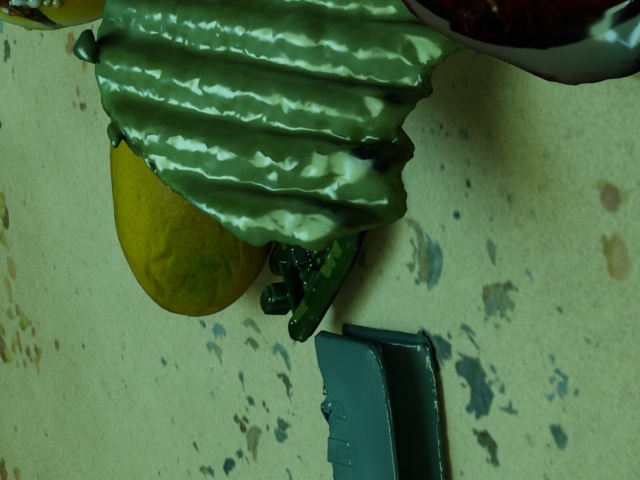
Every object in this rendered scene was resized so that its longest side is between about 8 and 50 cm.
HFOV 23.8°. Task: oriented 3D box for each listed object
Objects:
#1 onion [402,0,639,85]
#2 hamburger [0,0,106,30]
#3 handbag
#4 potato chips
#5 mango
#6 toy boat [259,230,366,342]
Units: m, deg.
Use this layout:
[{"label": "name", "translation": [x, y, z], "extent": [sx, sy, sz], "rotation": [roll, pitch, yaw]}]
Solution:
[{"label": "onion", "translation": [0.153, -0.238, 0.933], "extent": [0.272, 0.195, 0.272], "rotation": [16, 134, 17]}, {"label": "hamburger", "translation": [-0.273, -0.351, 1.481], "extent": [0.151, 0.227, 0.295], "rotation": [157, 100, -79]}, {"label": "handbag", "translation": [0.049, 0.186, 1.315], "extent": [0.144, 0.057, 0.221], "rotation": [4, 104, 60]}, {"label": "potato chips", "translation": [-0.021, -0.204, 1.145], "extent": [0.389, 0.097, 0.373], "rotation": [40, 101, 34]}, {"label": "mango", "translation": [-0.115, -0.083, 1.382], "extent": [0.187, 0.144, 0.359], "rotation": [42, 138, 43]}, {"label": "toy boat", "translation": [0.000, 0.000, 1.324], "extent": [0.210, 0.052, 0.104], "rotation": [119, 146, -47]}]
